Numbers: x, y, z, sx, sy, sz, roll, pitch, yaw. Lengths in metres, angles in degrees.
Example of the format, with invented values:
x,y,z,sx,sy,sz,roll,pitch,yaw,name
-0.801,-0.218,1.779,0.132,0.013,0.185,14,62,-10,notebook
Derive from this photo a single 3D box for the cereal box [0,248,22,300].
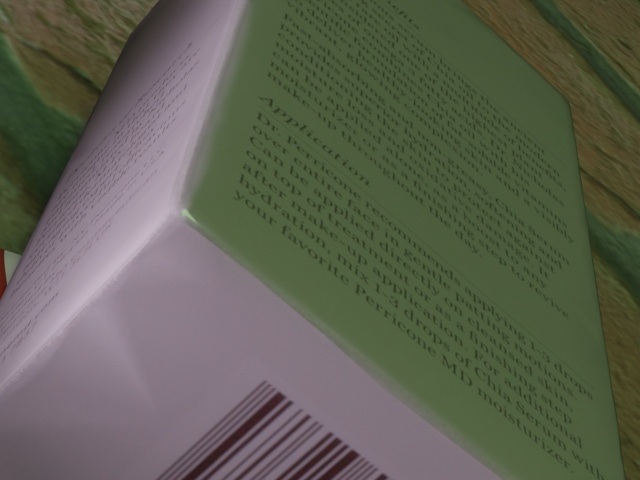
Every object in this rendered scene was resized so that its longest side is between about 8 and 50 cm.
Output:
x,y,z,sx,sy,sz,roll,pitch,yaw,name
-0.227,0.040,0.661,0.240,0.047,0.173,18,33,-27,cereal box

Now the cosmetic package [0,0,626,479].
x,y,z,sx,sy,sz,roll,pitch,yaw,name
0.000,0.000,0.792,0.230,0.161,0.453,40,24,-15,cosmetic package
